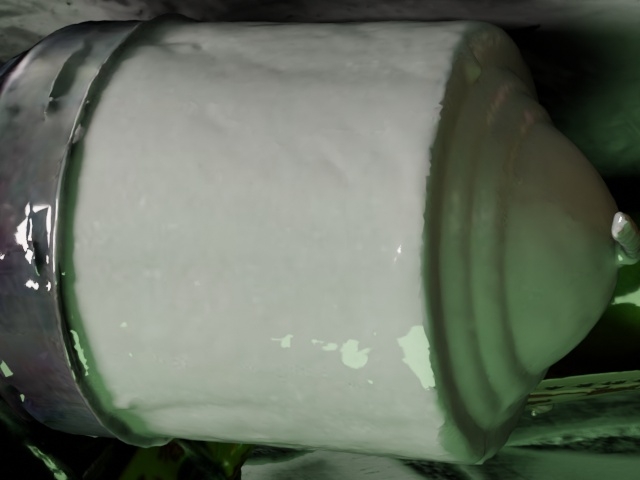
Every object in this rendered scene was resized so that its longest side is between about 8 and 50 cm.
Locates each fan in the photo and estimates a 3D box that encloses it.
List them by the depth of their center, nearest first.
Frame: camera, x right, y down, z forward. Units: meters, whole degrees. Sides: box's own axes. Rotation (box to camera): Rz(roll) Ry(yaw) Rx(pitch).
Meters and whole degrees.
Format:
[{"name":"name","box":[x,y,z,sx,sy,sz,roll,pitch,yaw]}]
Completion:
[{"name":"fan","box":[0.134,0.100,1.023,0.191,0.009,0.329,-6,170,-7]}]

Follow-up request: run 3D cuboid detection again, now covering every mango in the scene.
[{"name":"mango","box":[0.136,0.038,0.970,0.237,0.091,0.137,-5,159,37]}]

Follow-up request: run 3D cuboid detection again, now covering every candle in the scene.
[{"name":"candle","box":[0.000,0.000,0.826,0.342,0.221,0.221,4,152,21]}]

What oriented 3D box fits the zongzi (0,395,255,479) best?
[{"name":"zongzi","box":[-0.190,0.111,0.998,0.319,0.383,0.362,-5,146,25]}]
